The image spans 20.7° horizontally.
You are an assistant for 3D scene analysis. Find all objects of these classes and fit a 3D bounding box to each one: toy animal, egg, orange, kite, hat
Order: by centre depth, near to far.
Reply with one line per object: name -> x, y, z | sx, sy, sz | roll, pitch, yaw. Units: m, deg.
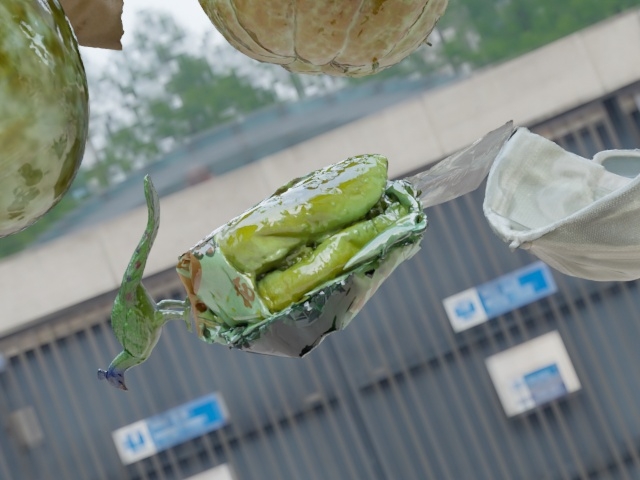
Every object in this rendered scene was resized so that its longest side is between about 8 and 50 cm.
egg -> -0.288, -0.113, 1.288 | 0.238, 0.289, 0.238 | -39, -29, -26
hat -> 0.261, -0.012, 1.379 | 0.164, 0.226, 0.219 | -61, 26, -8
toy animal -> -0.143, 0.043, 1.563 | 0.075, 0.217, 0.041 | 12, 29, -9
kite -> 0.068, -0.039, 1.798 | 0.310, 0.015, 0.169 | -25, -15, -22
orange -> 0.002, -0.330, 2.150 | 0.329, 0.249, 0.329 | 4, 1, 0

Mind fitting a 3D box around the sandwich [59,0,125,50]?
sandwich -> -0.257, -0.319, 1.821 | 0.186, 0.220, 0.108 | 6, 13, -11

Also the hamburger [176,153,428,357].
hamburger -> 0.002, 0.001, 1.469 | 0.214, 0.125, 0.235 | -39, 6, -25
